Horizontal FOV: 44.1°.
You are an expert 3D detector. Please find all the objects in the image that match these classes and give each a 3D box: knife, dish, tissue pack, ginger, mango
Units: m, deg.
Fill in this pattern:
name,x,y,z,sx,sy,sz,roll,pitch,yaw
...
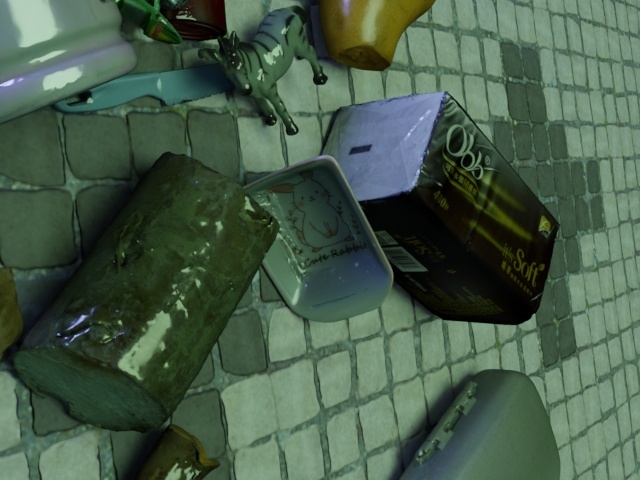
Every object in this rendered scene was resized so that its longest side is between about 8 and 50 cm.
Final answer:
name,x,y,z,sx,sy,sz,roll,pitch,yaw
knife,-0.180,-0.179,0.921,0.313,0.019,0.045,-25,111,-48
dish,0.000,0.000,1.021,0.234,0.154,0.064,62,20,-22
tissue pack,0.168,-0.036,1.159,0.370,0.210,0.198,39,65,-39
ginger,-0.326,0.051,0.682,0.165,0.067,0.096,32,83,-42
mango,0.096,-0.400,1.169,0.187,0.144,0.359,51,53,-28

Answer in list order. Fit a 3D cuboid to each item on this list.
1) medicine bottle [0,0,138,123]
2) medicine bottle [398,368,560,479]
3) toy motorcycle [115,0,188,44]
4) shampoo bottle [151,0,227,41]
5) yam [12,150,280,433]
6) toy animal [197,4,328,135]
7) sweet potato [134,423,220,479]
name,x,y,z,sx,sy,sz,roll,pitch,yaw
medicine bottle,-0.304,-0.255,0.650,0.202,0.202,0.316,-37,113,-45
medicine bottle,0.258,0.392,1.256,0.375,0.122,0.282,-41,116,-44
toy motorcycle,-0.227,-0.275,0.820,0.190,0.074,0.106,17,65,-22
shampoo bottle,-0.163,-0.373,0.930,0.102,0.064,0.260,0,84,-50
yam,-0.160,0.040,0.808,0.168,0.168,0.304,51,52,-31
toy animal,-0.066,-0.231,0.992,0.217,0.073,0.176,-67,148,-32
sweet potato,-0.151,0.339,0.828,0.112,0.085,0.286,-2,86,-53
